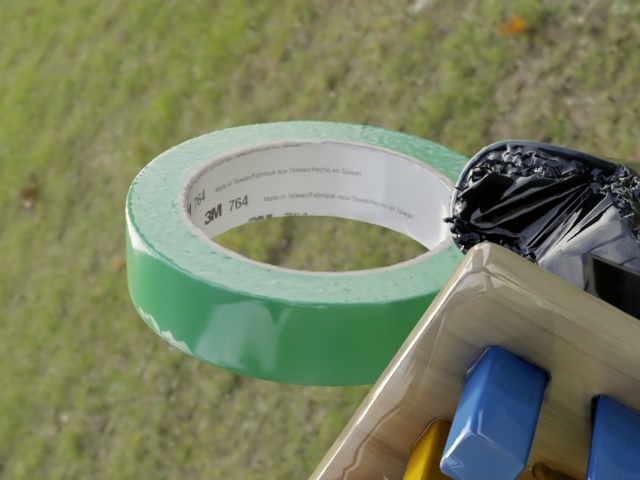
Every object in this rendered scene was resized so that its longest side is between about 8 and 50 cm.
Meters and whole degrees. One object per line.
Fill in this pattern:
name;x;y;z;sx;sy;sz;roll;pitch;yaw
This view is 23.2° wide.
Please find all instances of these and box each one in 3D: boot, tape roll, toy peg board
boot;0.191;0.038;0.658;0.246;0.207;0.094;40;117;32
tape roll;0.000;0.000;1.287;0.321;0.321;0.077;-106;16;-59
toy peg board;0.072;0.111;0.450;0.160;0.161;0.079;-59;5;40
